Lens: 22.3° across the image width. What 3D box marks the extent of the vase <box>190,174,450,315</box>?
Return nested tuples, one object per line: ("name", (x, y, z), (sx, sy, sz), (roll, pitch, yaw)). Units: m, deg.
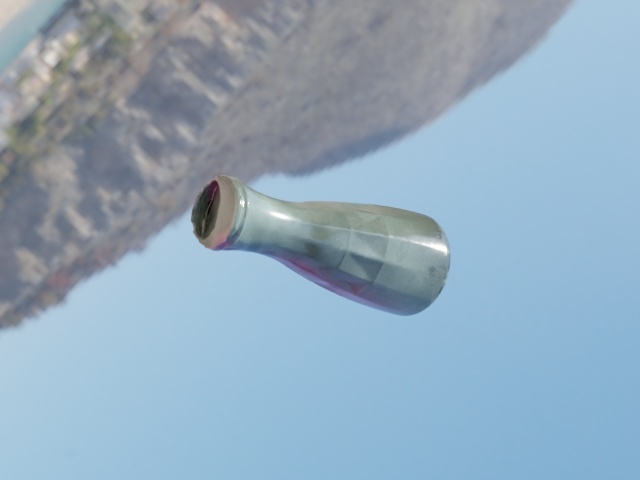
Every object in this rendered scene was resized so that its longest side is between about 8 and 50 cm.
("vase", (0.000, 0.000, 1.273), (0.086, 0.214, 0.086), (-18, -115, 45))
